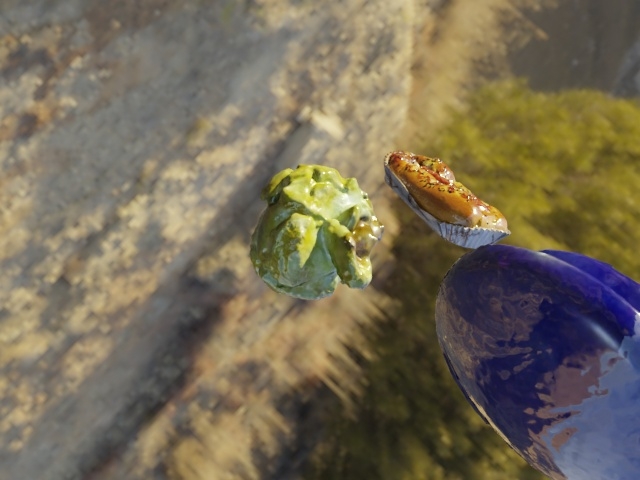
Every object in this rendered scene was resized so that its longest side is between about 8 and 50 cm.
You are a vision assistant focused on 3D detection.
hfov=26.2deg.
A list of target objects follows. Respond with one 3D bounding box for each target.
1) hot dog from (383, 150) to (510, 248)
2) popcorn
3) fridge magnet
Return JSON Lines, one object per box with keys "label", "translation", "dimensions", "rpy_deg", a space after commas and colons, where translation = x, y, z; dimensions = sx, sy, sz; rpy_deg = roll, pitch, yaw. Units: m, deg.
{"label": "hot dog", "translation": [0.147, -0.053, 1.644], "dimensions": [0.108, 0.191, 0.059], "rpy_deg": [6, 116, -40]}
{"label": "popcorn", "translation": [0.000, 0.000, 1.825], "dimensions": [0.198, 0.213, 0.197], "rpy_deg": [-20, 118, -43]}
{"label": "fridge magnet", "translation": [0.205, 0.109, 1.111], "dimensions": [0.113, 0.265, 0.265], "rpy_deg": [-39, 167, -27]}
